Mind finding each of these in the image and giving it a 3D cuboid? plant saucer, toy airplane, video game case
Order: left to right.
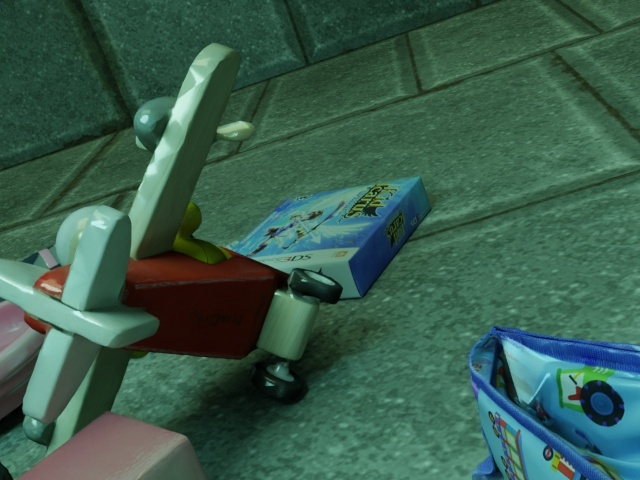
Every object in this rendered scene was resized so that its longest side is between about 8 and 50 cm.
[{"bbox_3d":[-0.482,0.188,1.230,0.332,0.084,0.332,-25,18,9],"label":"plant saucer"},{"bbox_3d":[-0.190,0.044,0.917,0.272,0.384,0.386,28,56,33],"label":"toy airplane"},{"bbox_3d":[0.000,0.000,1.323,0.244,0.061,0.269,-6,24,32],"label":"video game case"}]

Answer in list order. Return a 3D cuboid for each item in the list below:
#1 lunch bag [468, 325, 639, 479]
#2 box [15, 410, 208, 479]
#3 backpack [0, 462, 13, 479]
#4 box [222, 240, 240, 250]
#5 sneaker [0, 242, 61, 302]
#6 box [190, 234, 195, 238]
[{"bbox_3d":[0.180,0.177,0.473,0.138,0.221,0.293,-30,22,-24],"label":"lunch bag"},{"bbox_3d":[-0.193,0.266,0.706,0.127,0.148,0.232,3,31,46],"label":"box"},{"bbox_3d":[-0.404,0.256,0.896,0.182,0.115,0.152,9,-3,-35],"label":"backpack"},{"bbox_3d":[-0.157,0.040,1.419,0.136,0.028,0.081,-30,22,-19],"label":"box"},{"bbox_3d":[-0.403,0.046,1.516,0.131,0.112,0.319,-13,22,27],"label":"sneaker"},{"bbox_3d":[-0.259,0.069,1.312,0.158,0.093,0.156,2,41,45],"label":"box"}]
